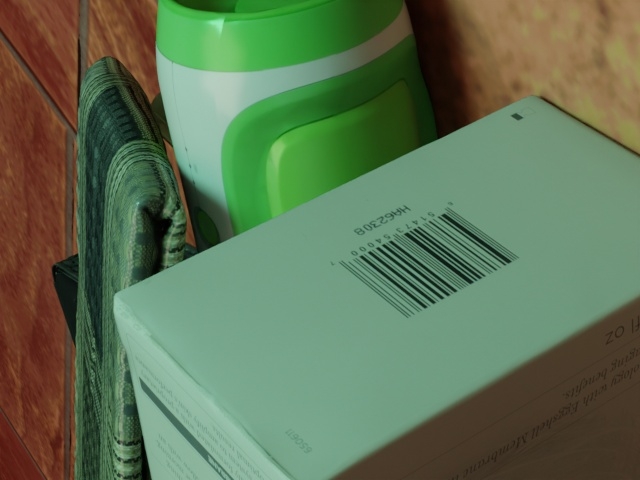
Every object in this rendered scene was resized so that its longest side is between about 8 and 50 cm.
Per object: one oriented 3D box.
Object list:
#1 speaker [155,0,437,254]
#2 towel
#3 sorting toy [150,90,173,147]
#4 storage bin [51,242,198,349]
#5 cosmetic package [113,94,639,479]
[{"bbox_3d":[0.000,0.000,0.758,0.131,0.131,0.297,31,139,49],"label":"speaker"},{"bbox_3d":[-0.106,0.082,0.846,0.312,0.056,0.324,-126,38,-68],"label":"towel"},{"bbox_3d":[-0.068,-0.083,0.913,0.083,0.045,0.075,44,141,36],"label":"sorting toy"},{"bbox_3d":[-0.117,0.073,1.099,0.180,0.084,0.122,24,134,52],"label":"storage bin"},{"bbox_3d":[0.053,0.096,0.635,0.138,0.224,0.225,39,146,41],"label":"cosmetic package"}]
